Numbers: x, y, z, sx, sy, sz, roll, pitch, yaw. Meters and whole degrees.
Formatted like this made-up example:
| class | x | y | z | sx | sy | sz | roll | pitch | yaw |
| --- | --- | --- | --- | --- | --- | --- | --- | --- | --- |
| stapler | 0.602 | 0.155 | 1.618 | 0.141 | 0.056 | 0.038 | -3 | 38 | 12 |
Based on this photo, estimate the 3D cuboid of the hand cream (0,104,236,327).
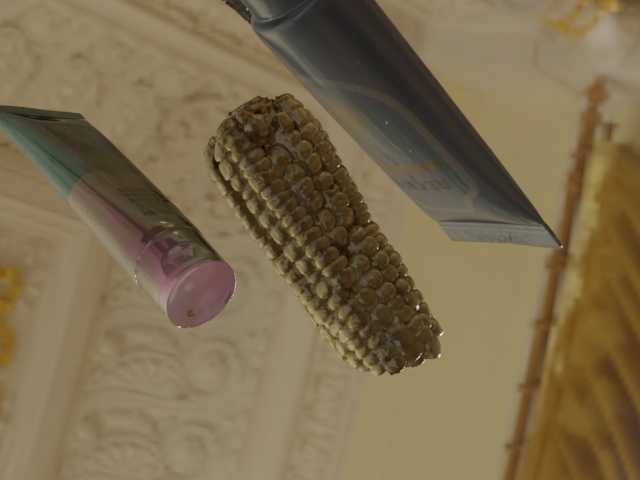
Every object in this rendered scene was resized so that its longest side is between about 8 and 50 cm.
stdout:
| class | x | y | z | sx | sy | sz | roll | pitch | yaw |
| --- | --- | --- | --- | --- | --- | --- | --- | --- | --- |
| hand cream | -0.178 | -0.042 | 1.592 | 0.111 | 0.312 | 0.070 | 0 | -56 | -42 |

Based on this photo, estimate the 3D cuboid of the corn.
| class | x | y | z | sx | sy | sz | roll | pitch | yaw |
| --- | --- | --- | --- | --- | --- | --- | --- | --- | --- |
| corn | 0.000 | 0.000 | 1.227 | 0.087 | 0.087 | 0.211 | -32 | -89 | -41 |

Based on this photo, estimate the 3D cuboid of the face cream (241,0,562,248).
| class | x | y | z | sx | sy | sz | roll | pitch | yaw |
| --- | --- | --- | --- | --- | --- | --- | --- | --- | --- |
| face cream | 0.041 | -0.122 | 1.433 | 0.385 | 0.135 | 0.086 | 48 | -115 | -28 |

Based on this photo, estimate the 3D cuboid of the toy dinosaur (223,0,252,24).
| class | x | y | z | sx | sy | sz | roll | pitch | yaw |
| --- | --- | --- | --- | --- | --- | --- | --- | --- | --- |
| toy dinosaur | -0.164 | -0.245 | 1.465 | 0.363 | 0.076 | 0.147 | 1 | -53 | -32 |
